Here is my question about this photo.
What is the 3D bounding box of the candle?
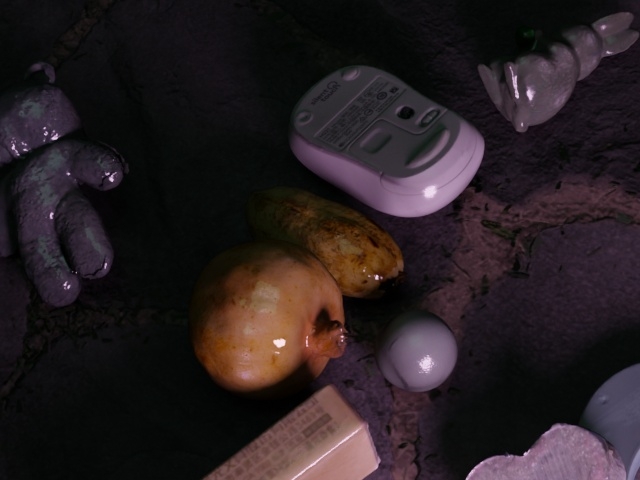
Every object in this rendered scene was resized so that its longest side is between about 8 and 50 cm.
[{"bbox_3d":[0.262,0.307,1.505,0.192,0.068,0.168,-28,61,24],"label":"candle"}]

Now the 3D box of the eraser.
[{"bbox_3d":[-0.089,0.316,1.563,0.343,0.144,0.078,-37,60,-10],"label":"eraser"}]

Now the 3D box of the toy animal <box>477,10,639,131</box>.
[{"bbox_3d":[0.334,-0.247,1.860,0.236,0.138,0.108,-24,13,-30],"label":"toy animal"}]

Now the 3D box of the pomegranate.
[{"bbox_3d":[-0.068,0.099,1.669,0.207,0.207,0.207,-5,58,9],"label":"pomegranate"}]

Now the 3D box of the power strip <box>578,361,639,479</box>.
[{"bbox_3d":[0.387,0.232,1.568,0.253,0.054,0.167,-31,55,-8],"label":"power strip"}]

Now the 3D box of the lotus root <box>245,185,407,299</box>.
[{"bbox_3d":[0.000,0.000,1.769,0.258,0.097,0.110,26,70,28],"label":"lotus root"}]

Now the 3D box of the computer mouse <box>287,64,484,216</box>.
[{"bbox_3d":[0.095,-0.128,1.814,0.297,0.121,0.184,26,69,39],"label":"computer mouse"}]

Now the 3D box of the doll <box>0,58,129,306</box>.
[{"bbox_3d":[-0.377,-0.069,1.882,0.246,0.158,0.340,-40,70,23],"label":"doll"}]

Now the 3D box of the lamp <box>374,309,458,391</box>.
[{"bbox_3d":[0.119,0.137,1.652,0.105,0.105,0.105,-5,58,9],"label":"lamp"}]
